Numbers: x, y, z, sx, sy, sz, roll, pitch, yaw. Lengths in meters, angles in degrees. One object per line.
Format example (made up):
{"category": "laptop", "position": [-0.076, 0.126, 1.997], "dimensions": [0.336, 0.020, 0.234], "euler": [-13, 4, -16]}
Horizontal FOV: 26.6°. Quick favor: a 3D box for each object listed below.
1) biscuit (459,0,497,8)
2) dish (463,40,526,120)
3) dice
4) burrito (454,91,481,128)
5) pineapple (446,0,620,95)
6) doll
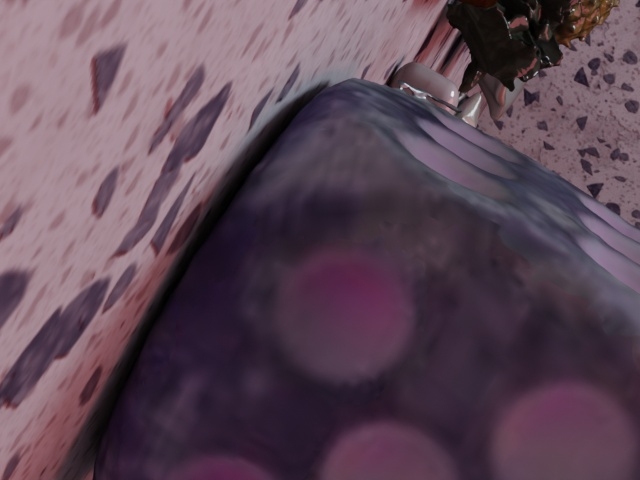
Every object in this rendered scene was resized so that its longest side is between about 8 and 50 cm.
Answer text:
{"category": "biscuit", "position": [0.187, -0.313, 0.943], "dimensions": [0.359, 0.046, 0.359], "euler": [-58, 175, -8]}
{"category": "dish", "position": [0.212, -0.245, 1.455], "dimensions": [0.229, 0.081, 0.229], "euler": [-58, 172, -14]}
{"category": "dice", "position": [0.055, 0.087, 0.751], "dimensions": [0.271, 0.270, 0.270], "euler": [-60, 176, 15]}
{"category": "burrito", "position": [0.083, -0.065, 1.187], "dimensions": [0.064, 0.064, 0.203], "euler": [-55, -174, -33]}
{"category": "pineapple", "position": [0.185, -0.213, 1.205], "dimensions": [0.248, 0.128, 0.128], "euler": [-43, 165, -49]}
{"category": "doll", "position": [0.043, -0.047, 1.071], "dimensions": [0.161, 0.059, 0.160], "euler": [-57, 174, -21]}
